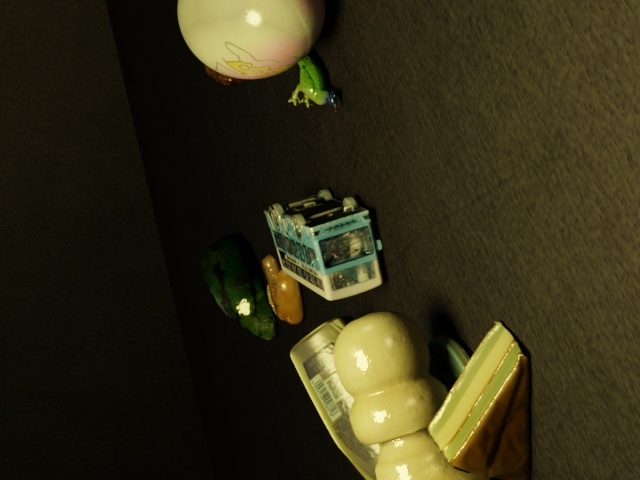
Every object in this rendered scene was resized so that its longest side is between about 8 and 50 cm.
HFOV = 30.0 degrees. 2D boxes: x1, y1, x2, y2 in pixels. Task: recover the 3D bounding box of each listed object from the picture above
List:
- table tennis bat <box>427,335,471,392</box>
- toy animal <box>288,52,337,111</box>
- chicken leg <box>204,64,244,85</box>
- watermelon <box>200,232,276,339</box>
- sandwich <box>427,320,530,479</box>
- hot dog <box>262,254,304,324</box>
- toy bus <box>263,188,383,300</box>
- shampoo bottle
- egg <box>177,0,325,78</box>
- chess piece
[{"bbox_3d":[0.160,0.197,1.542,0.237,0.038,0.149,156,94,-73],"label":"table tennis bat"},{"bbox_3d":[-0.026,-0.245,1.752,0.217,0.041,0.075,-117,37,-43],"label":"toy animal"},{"bbox_3d":[-0.174,-0.335,2.179,0.234,0.063,0.105,-139,31,-61],"label":"chicken leg"},{"bbox_3d":[-0.179,0.081,2.577,0.129,0.123,0.301,58,-177,-45],"label":"watermelon"},{"bbox_3d":[0.215,0.186,1.361,0.163,0.113,0.079,-62,31,17],"label":"sandwich"},{"bbox_3d":[-0.071,0.093,2.242,0.090,0.060,0.140,-134,35,-53],"label":"hot dog"},{"bbox_3d":[0.000,0.000,1.800,0.297,0.106,0.131,-153,47,-73],"label":"toy bus"},{"bbox_3d":[0.084,0.282,1.747,0.350,0.125,0.084,58,-157,18],"label":"shampoo bottle"},{"bbox_3d":[-0.090,-0.313,1.635,0.271,0.196,0.196,31,135,55],"label":"egg"},{"bbox_3d":[0.105,0.233,1.465,0.167,0.167,0.299,147,103,-75],"label":"chess piece"}]
